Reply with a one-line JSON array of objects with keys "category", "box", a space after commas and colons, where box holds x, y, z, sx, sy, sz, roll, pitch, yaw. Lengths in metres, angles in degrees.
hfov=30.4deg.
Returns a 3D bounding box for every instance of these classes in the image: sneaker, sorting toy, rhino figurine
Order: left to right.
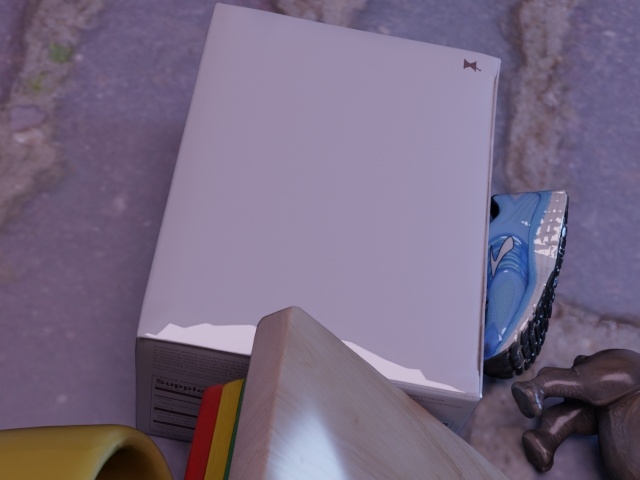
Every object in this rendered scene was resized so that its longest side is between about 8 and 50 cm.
[{"category": "sorting toy", "box": [0.013, 0.213, 0.628, 0.257, 0.089, 0.256, 42, 42, -36]}, {"category": "sneaker", "box": [0.133, 0.030, 0.854, 0.073, 0.063, 0.162, 9, 52, 17]}, {"category": "rhino figurine", "box": [0.232, 0.173, 0.765, 0.106, 0.073, 0.243, -27, 68, -20]}]

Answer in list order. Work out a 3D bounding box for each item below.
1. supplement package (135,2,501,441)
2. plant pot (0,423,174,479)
[{"category": "supplement package", "box": [0.000, 0.000, 0.789, 0.204, 0.145, 0.262, 11, 57, -3]}, {"category": "plant pot", "box": [-0.204, 0.221, 0.574, 0.239, 0.254, 0.254, -3, 58, 6]}]
